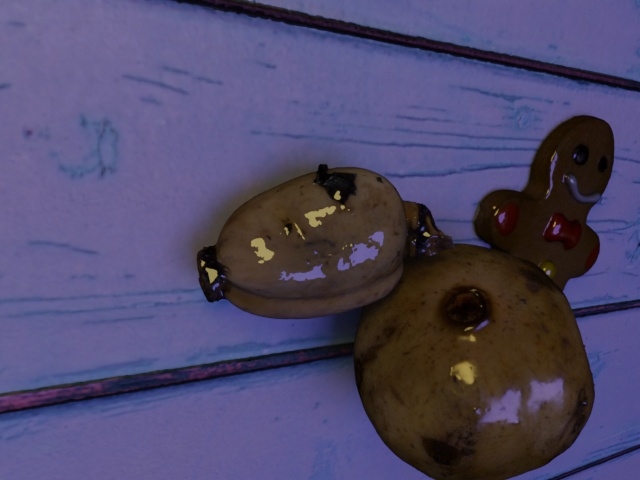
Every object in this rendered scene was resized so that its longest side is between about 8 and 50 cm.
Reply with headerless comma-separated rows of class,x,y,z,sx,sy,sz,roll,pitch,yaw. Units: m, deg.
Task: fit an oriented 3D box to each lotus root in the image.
lotus root,0.000,0.000,0.598,0.257,0.140,0.154,-12,130,-17

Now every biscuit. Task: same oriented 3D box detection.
biscuit,0.330,0.022,0.860,0.283,0.064,0.432,19,100,-36

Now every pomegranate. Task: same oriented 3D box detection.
pomegranate,0.171,0.139,0.681,0.281,0.281,0.281,-13,116,-27
